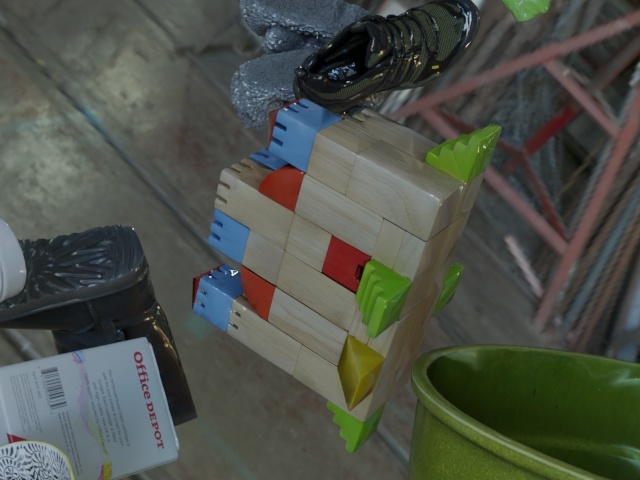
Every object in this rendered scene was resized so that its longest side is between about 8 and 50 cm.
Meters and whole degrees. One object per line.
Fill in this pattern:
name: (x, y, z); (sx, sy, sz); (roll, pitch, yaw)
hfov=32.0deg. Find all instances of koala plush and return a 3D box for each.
koala plush: (-0.004, -0.180, 1.412); (0.203, 0.221, 0.196); (4, 58, 1)

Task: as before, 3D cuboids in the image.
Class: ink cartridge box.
ink cartridge box: (-0.235, 0.173, 1.059); (0.175, 0.072, 0.127); (-8, 79, -47)

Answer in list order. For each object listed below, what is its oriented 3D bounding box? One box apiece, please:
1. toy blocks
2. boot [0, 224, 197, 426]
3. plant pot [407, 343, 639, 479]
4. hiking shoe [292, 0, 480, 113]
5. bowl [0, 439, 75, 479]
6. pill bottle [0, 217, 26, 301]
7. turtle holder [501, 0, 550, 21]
toy blocks: (0.000, 0.000, 1.179); (0.261, 0.381, 0.191); (31, 36, 21)
boot: (-0.417, 0.180, 1.825); (0.445, 0.367, 0.146); (82, 2, -52)
plant pot: (0.203, 0.288, 0.728); (0.367, 0.353, 0.366); (11, 7, -1)
hiking shoe: (0.078, -0.206, 1.221); (0.086, 0.227, 0.114); (62, -3, 5)
bowl: (-0.235, 0.243, 0.841); (0.080, 0.170, 0.170); (58, 12, -35)
pill bottle: (-0.430, 0.045, 1.190); (0.208, 0.119, 0.119); (-23, 68, -41)
turtle holder: (0.214, -0.483, 1.602); (0.320, 0.227, 0.243); (41, 6, -42)
